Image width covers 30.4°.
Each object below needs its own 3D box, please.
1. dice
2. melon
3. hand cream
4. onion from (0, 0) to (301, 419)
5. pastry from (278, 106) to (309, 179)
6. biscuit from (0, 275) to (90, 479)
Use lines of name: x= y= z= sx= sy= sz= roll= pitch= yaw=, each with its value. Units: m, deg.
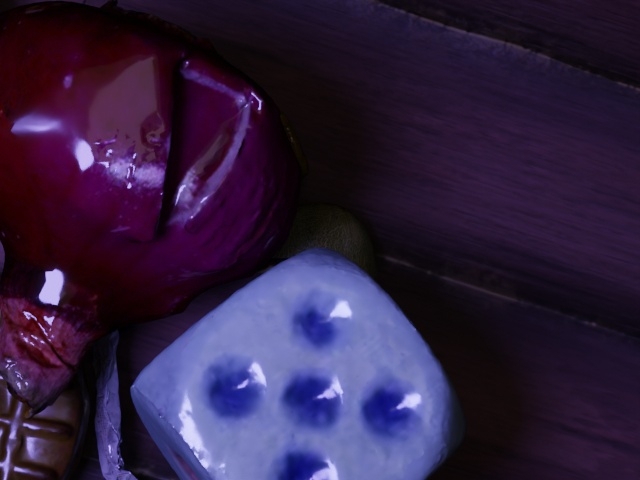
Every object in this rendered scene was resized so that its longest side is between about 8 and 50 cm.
dice: x=-0.024 y=0.185 z=1.250 sx=0.262 sy=0.268 sz=0.264 roll=-36 pitch=81 yaw=-18
melon: x=0.000 y=0.000 z=1.403 sx=0.160 sy=0.079 sz=0.128 roll=11 pitch=63 yaw=-4
hand cream: x=-0.224 y=0.219 z=1.314 sx=0.050 sy=0.084 sz=0.257 roll=-10 pitch=81 yaw=-28
onion: x=-0.233 y=-0.020 z=1.231 sx=0.398 sy=0.398 sz=0.420 roll=15 pitch=85 yaw=-5
pastry: x=-0.054 y=-0.109 z=1.418 sx=0.057 sy=0.097 sz=0.109 roll=-26 pitch=42 yaw=-6
biscuit: x=-0.412 y=0.184 z=1.275 sx=0.332 sy=0.103 sz=0.332 roll=2 pitch=75 yaw=-8
